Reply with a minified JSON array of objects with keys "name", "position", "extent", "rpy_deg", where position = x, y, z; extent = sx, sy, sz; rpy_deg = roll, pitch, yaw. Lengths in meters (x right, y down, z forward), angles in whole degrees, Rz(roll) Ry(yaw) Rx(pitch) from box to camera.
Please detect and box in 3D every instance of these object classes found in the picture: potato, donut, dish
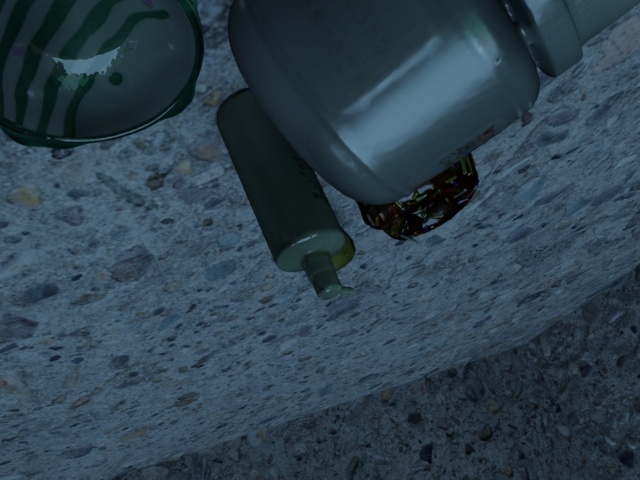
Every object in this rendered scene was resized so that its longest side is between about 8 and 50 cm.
[{"name":"potato","position":[0.000,0.000,1.007],"extent":[0.105,0.085,0.188],"rpy_deg":[-7,155,17]},{"name":"donut","position":[0.167,-0.079,0.976],"extent":[0.216,0.095,0.230],"rpy_deg":[-25,154,4]},{"name":"dish","position":[-0.214,-0.178,0.484],"extent":[0.224,0.078,0.246],"rpy_deg":[-37,152,25]}]

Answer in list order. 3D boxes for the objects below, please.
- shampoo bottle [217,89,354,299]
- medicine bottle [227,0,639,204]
[{"name":"shampoo bottle","position":[-0.039,-0.051,0.661],"extent":[0.085,0.262,0.085],"rpy_deg":[-20,154,-10]},{"name":"medicine bottle","position":[0.100,-0.203,0.509],"extent":[0.306,0.245,0.245],"rpy_deg":[-35,152,21]}]
